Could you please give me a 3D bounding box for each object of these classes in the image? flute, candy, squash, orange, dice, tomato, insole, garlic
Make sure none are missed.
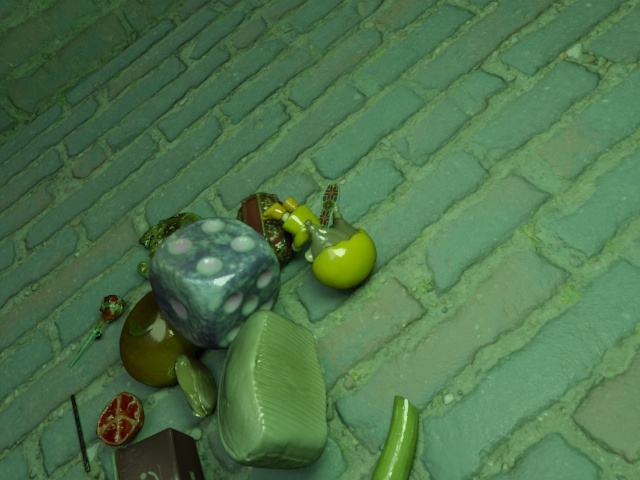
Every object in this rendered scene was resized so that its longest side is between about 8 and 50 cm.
[{"bbox_3d":[-0.756,0.601,1.456,0.014,0.014,0.270,-36,54,-1],"label":"flute"},{"bbox_3d":[-0.781,0.313,1.602,0.078,0.084,0.288,32,84,29],"label":"candy"},{"bbox_3d":[0.180,0.498,1.098,0.083,0.083,0.250,9,63,26],"label":"squash"},{"bbox_3d":[-0.483,0.280,1.448,0.262,0.196,0.335,26,66,18],"label":"orange"},{"bbox_3d":[-0.290,0.115,1.298,0.270,0.270,0.271,28,44,27],"label":"dice"},{"bbox_3d":[-0.582,0.539,1.387,0.155,0.069,0.156,-12,56,18],"label":"tomato"},{"bbox_3d":[0.025,-0.117,1.556,0.065,0.006,0.194,5,63,24],"label":"insole"},{"bbox_3d":[-0.353,0.427,1.339,0.086,0.101,0.196,-34,60,5],"label":"garlic"}]

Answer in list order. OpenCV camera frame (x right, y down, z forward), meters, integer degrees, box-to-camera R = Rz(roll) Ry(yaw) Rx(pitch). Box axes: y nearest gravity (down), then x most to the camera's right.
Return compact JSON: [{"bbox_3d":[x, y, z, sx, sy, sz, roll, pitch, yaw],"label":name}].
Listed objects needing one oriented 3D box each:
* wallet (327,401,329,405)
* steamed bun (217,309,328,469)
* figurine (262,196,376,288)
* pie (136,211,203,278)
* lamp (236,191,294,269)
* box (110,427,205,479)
[{"bbox_3d":[-0.040,0.467,1.235,0.088,0.026,0.129,24,75,38],"label":"wallet"},{"bbox_3d":[-0.139,0.386,1.173,0.236,0.247,0.384,-41,38,28],"label":"steamed bun"},{"bbox_3d":[0.000,0.000,1.351,0.343,0.187,0.215,36,47,13],"label":"figurine"},{"bbox_3d":[-0.527,0.024,1.663,0.302,0.067,0.303,-11,57,17],"label":"pie"},{"bbox_3d":[-0.179,-0.027,1.495,0.176,0.177,0.274,-21,55,10],"label":"lamp"},{"bbox_3d":[-0.399,0.643,1.189,0.167,0.193,0.294,-26,54,-4],"label":"box"}]
